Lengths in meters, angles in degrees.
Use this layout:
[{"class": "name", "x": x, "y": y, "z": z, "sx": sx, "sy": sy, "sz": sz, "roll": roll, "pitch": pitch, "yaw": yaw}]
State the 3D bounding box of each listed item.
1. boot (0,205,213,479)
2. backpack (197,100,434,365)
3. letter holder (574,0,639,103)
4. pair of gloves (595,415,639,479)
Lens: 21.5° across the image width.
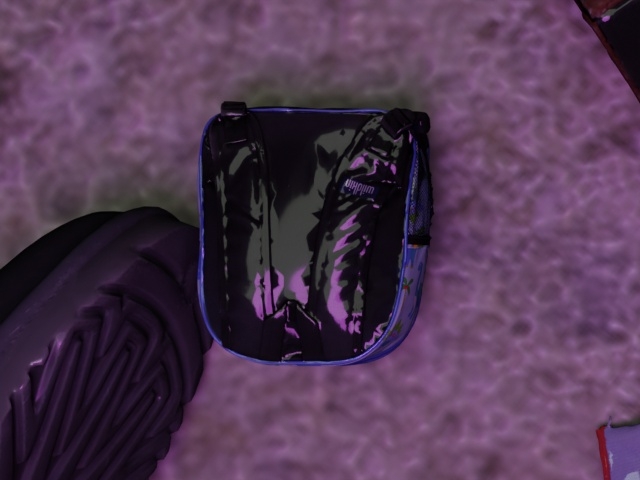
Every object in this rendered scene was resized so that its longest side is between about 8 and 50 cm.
[{"class": "boot", "x": -0.319, "y": 0.061, "z": 0.802, "sx": 0.445, "sy": 0.146, "sz": 0.367, "roll": 25, "pitch": 68, "yaw": 25}, {"class": "backpack", "x": 0.000, "y": 0.000, "z": 0.760, "sx": 0.105, "sy": 0.084, "sz": 0.114, "roll": 3, "pitch": 87, "yaw": 14}, {"class": "letter holder", "x": 0.250, "y": -0.149, "z": 0.677, "sx": 0.302, "sy": 0.214, "sz": 0.152, "roll": -33, "pitch": 114, "yaw": 11}, {"class": "pair of gloves", "x": 0.193, "y": 0.124, "z": 0.702, "sx": 0.159, "sy": 0.023, "sz": 0.198, "roll": -24, "pitch": 63, "yaw": 35}]
